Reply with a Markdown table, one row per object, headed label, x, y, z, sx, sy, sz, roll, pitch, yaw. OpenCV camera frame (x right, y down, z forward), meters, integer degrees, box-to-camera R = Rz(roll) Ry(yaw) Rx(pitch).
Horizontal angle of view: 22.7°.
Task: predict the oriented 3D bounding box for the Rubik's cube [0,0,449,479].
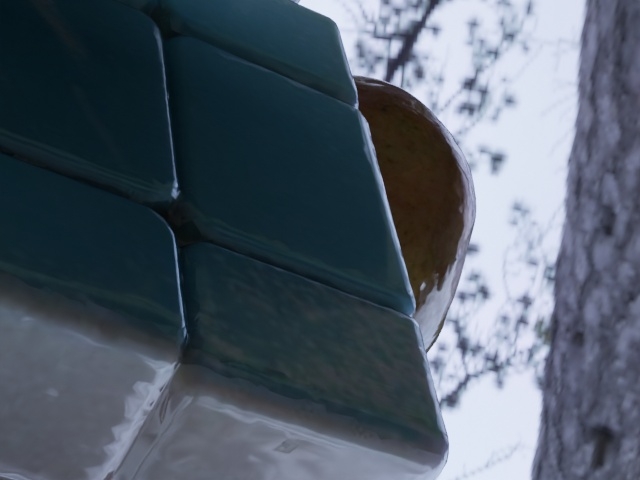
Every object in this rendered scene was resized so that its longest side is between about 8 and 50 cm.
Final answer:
| label | x | y | z | sx | sy | sz | roll | pitch | yaw |
| --- | --- | --- | --- | --- | --- | --- | --- | --- | --- |
| Rubik's cube | -0.175 | 0.047 | 0.668 | 0.316 | 0.319 | 0.322 | 21 | -149 | -21 |

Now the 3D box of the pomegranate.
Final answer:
| label | x | y | z | sx | sy | sz | roll | pitch | yaw |
| --- | --- | --- | --- | --- | --- | --- | --- | --- | --- |
| pomegranate | 0.000 | 0.000 | 1.504 | 0.322 | 0.322 | 0.322 | 1 | -123 | -1 |

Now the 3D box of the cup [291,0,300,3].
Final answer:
| label | x | y | z | sx | sy | sz | roll | pitch | yaw |
| --- | --- | --- | --- | --- | --- | --- | --- | --- | --- |
| cup | -0.045 | -0.304 | 1.011 | 0.163 | 0.347 | 0.347 | 28 | -121 | 3 |
